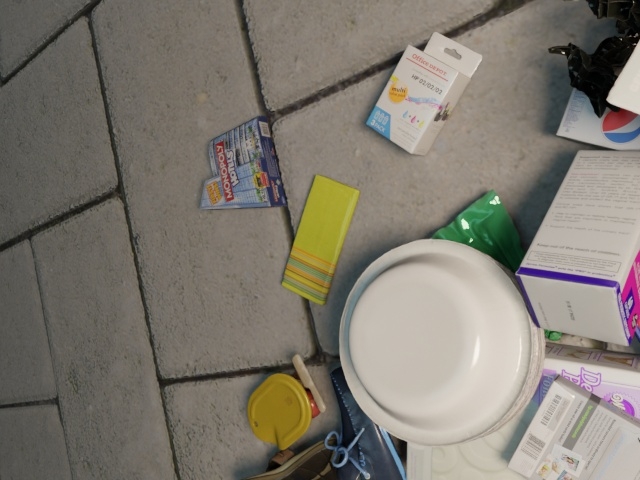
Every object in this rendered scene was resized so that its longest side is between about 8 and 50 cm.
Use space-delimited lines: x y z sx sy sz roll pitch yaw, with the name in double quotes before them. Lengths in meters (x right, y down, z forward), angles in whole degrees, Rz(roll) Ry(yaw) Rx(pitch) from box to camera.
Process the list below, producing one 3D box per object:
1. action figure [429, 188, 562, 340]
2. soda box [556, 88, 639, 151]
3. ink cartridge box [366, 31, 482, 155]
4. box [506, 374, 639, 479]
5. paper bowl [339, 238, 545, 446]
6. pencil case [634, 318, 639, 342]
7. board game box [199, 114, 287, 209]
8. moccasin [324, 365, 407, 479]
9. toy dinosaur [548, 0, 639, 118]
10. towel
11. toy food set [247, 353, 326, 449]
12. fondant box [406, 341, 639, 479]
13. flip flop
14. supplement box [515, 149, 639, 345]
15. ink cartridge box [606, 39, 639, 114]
"action figure" 0.282 0.054 0.811 0.137 0.063 0.232 -44 66 26
"soda box" 0.431 -0.139 0.691 0.216 0.074 0.069 25 106 31
"ink cartridge box" 0.167 -0.243 0.872 0.104 0.061 0.181 39 113 26
"box" 0.357 0.283 0.677 0.186 0.038 0.145 29 108 30
"paper bowl" 0.153 0.139 0.749 0.284 0.148 0.284 -8 76 31
"pencil case" 0.514 0.048 0.620 0.306 0.119 0.133 -30 63 32
"board game box" -0.179 -0.138 1.117 0.194 0.060 0.194 -17 83 33
"moccasin" 0.079 0.387 0.910 0.116 0.138 0.342 -23 77 -1
"toy dinosaur" 0.416 -0.272 0.656 0.322 0.218 0.164 40 156 56
"towel" 0.000 0.000 1.029 0.102 0.021 0.237 24 105 25
"toy food set" -0.054 0.320 1.054 0.218 0.071 0.128 -47 68 31
"fondant box" 0.297 0.274 0.796 0.330 0.096 0.238 2 94 33
"flip flop" -0.050 0.447 1.052 0.277 0.080 0.112 -37 114 20
"supplement box" 0.345 0.000 0.657 0.114 0.111 0.220 8 53 44
"ink cartridge box" 0.519 -0.159 0.508 0.385 0.091 0.308 30 83 19
